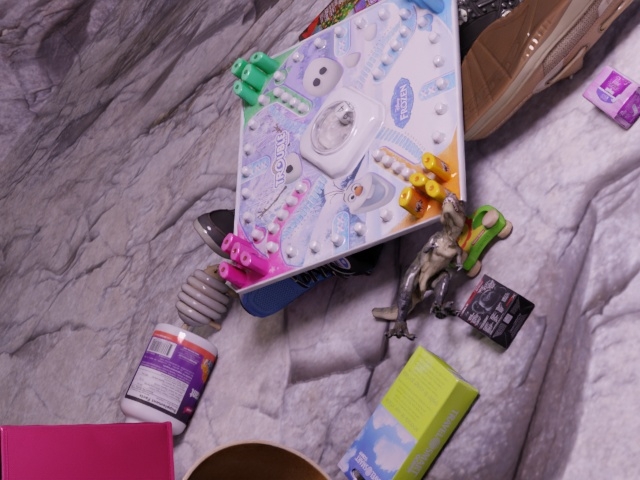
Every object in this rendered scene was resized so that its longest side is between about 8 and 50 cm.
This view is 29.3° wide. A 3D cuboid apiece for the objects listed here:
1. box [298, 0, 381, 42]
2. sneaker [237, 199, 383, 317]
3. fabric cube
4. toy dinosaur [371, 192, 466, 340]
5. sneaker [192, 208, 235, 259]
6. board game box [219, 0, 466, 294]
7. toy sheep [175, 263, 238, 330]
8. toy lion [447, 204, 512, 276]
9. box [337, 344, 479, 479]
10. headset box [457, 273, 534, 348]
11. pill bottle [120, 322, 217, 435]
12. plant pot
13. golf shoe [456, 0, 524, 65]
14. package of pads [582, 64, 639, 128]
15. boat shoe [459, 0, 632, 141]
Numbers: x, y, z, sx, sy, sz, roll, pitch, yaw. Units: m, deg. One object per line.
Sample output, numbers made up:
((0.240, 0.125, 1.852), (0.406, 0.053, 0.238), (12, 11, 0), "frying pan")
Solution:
((0.060, -0.314, 1.997), (0.201, 0.057, 0.293), (-43, 32, 24), "box")
((0.000, 0.000, 1.720), (0.330, 0.129, 0.147), (-45, 29, 23), "sneaker")
((-0.377, 0.388, 1.716), (0.259, 0.258, 0.254), (-17, 75, 50), "fabric cube")
((0.125, 0.059, 1.506), (0.268, 0.064, 0.118), (122, 161, -45), "toy dinosaur")
((-0.098, -0.038, 1.839), (0.118, 0.222, 0.083), (-43, 72, 19), "sneaker")
((0.018, -0.156, 1.684), (0.390, 0.050, 0.390), (-21, 54, 34), "board game box")
((-0.187, 0.096, 1.955), (0.132, 0.091, 0.091), (-61, 29, -5), "toy sheep")
((0.187, -0.004, 1.542), (0.100, 0.034, 0.096), (-52, 22, 11), "toy lion")
((0.101, 0.222, 1.440), (0.178, 0.042, 0.109), (-56, 28, 4), "box")
((0.202, 0.081, 1.431), (0.062, 0.032, 0.083), (-58, 28, 1), "headset box")
((-0.243, 0.235, 1.889), (0.108, 0.108, 0.193), (0, 63, 57), "pill bottle")
((-0.114, 0.393, 1.457), (0.254, 0.237, 0.237), (-47, 28, 48), "plant pot")
((0.177, -0.285, 1.751), (0.273, 0.105, 0.120), (-39, 27, 30), "golf shoe")
((0.350, -0.171, 1.444), (0.050, 0.032, 0.083), (-53, 29, 12), "package of pads")
((0.285, -0.241, 1.535), (0.341, 0.110, 0.122), (-50, 35, 36), "boat shoe")
